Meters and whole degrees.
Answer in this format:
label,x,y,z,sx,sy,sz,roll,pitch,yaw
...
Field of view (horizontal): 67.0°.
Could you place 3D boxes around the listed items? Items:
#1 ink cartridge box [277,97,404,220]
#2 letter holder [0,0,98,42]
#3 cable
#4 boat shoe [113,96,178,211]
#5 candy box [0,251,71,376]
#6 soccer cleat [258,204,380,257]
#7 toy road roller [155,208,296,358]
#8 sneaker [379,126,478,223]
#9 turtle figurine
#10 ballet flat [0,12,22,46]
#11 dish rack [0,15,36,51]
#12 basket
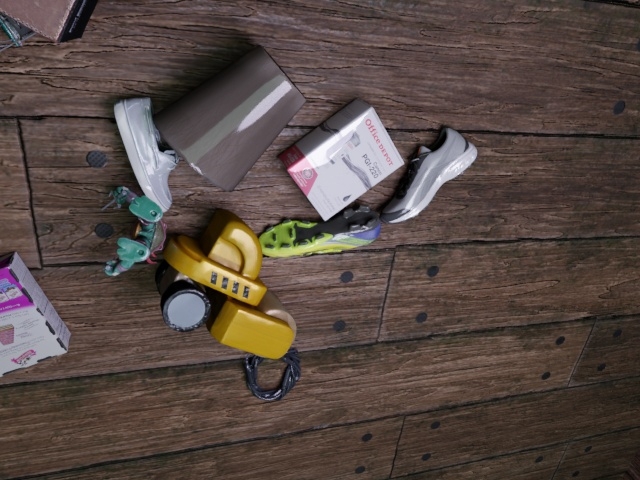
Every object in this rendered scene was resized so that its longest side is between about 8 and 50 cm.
label,x,y,z,sx,sy,sz,roll,pitch,yaw
ink cartridge box,0.045,-0.172,1.038,0.218,0.092,0.158,-37,123,1
letter holder,-0.356,-0.443,0.598,0.215,0.152,0.301,27,105,-25
cable,-0.124,0.353,1.295,0.151,0.047,0.184,-16,118,-16
boat shoe,-0.317,-0.161,0.927,0.081,0.079,0.227,-15,118,-6
candy box,-0.646,0.156,0.989,0.159,0.071,0.233,-19,121,-9
soccer cleat,0.001,0.001,1.118,0.290,0.093,0.121,-13,143,-6
toy road roller,-0.179,0.084,1.041,0.330,0.202,0.240,29,95,-27
sneaker,0.231,-0.147,1.122,0.108,0.100,0.271,43,94,-17
turtle figurine,-0.359,-0.018,0.940,0.118,0.234,0.175,0,90,-26
ballet flat,-0.513,-0.371,0.774,0.041,0.041,0.114,-33,123,0
dish rack,-0.561,-0.354,0.714,0.272,0.074,0.208,-21,123,12
basket,-0.151,-0.232,0.889,0.227,0.154,0.204,-40,129,11
